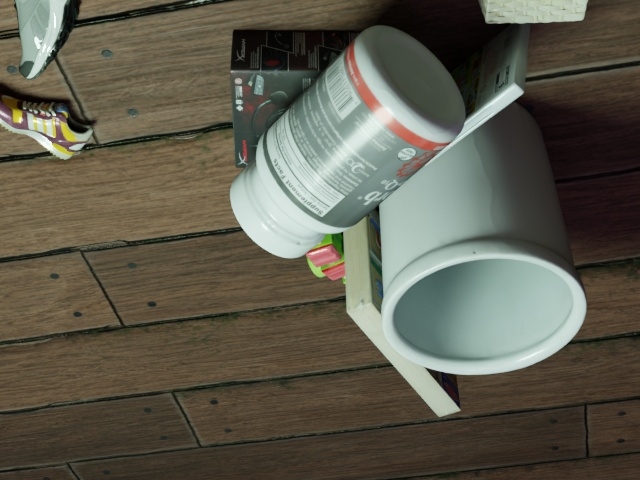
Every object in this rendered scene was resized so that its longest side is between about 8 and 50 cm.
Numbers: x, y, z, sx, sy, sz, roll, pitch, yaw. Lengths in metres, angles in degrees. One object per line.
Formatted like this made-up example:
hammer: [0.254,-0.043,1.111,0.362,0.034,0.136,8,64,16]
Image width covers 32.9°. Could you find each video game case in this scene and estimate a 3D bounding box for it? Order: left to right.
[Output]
video game case: [0.245,-0.239,1.723,0.026,0.227,0.206,40,126,-18]

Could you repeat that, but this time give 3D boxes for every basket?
basket: [0.321,-0.396,1.634,0.167,0.103,0.113,-1,138,1]

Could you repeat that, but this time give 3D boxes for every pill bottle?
pill bottle: [0.032,-0.141,1.672,0.210,0.210,0.363,27,131,-28]

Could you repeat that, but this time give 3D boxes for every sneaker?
sneaker: [-0.431,-0.366,1.670,0.108,0.100,0.272,23,132,-6]
sneaker: [-0.479,-0.216,1.859,0.084,0.070,0.185,-38,134,24]

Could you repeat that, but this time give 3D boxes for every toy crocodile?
toy crocodile: [0.000,0.000,2.082,0.115,0.105,0.340,-23,134,23]

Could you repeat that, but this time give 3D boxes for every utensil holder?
utensil holder: [0.258,-0.016,1.857,0.327,0.386,0.328,-1,138,-1]

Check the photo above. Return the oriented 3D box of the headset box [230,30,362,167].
headset box: [0.000,-0.233,1.809,0.293,0.110,0.218,0,138,-2]

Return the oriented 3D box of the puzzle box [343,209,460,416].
puzzle box: [0.160,0.133,2.113,0.052,0.272,0.409,-20,136,21]
